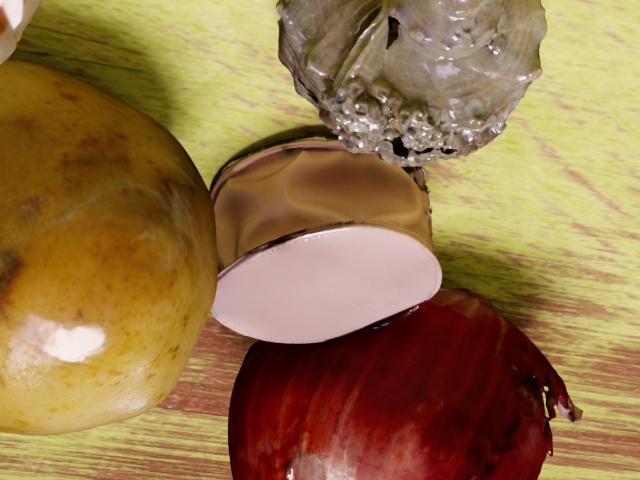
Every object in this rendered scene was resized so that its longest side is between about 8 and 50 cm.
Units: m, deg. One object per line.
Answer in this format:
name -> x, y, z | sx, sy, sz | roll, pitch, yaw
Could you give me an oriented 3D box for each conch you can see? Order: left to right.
conch -> 0.055, -0.129, 1.152 | 0.178, 0.163, 0.245 | 34, 164, 2

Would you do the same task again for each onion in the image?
onion -> 0.068, 0.182, 1.490 | 0.341, 0.341, 0.341 | -2, 149, -1

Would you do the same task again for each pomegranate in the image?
pomegranate -> -0.210, 0.010, 1.188 | 0.307, 0.307, 0.307 | -2, 149, -1

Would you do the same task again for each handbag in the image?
handbag -> 0.000, -0.001, 1.345 | 0.205, 0.116, 0.179 | -24, 143, 31

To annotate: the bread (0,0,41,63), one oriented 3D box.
bread -> -0.301, -0.205, 0.824 | 0.398, 0.215, 0.398 | -17, 135, -19
